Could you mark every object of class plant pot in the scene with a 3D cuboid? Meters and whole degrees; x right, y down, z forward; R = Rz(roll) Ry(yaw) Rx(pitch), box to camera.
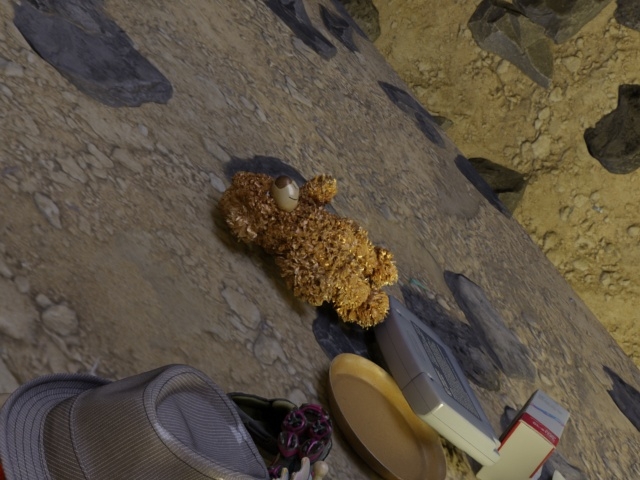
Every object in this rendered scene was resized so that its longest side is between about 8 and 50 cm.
[{"bbox_3d":[0.090,0.266,1.361,0.236,0.032,0.236,39,22,-19],"label":"plant pot"}]

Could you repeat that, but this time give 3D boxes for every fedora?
[{"bbox_3d":[-0.140,0.196,0.848,0.275,0.124,0.244,37,20,-54],"label":"fedora"}]

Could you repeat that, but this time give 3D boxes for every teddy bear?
[{"bbox_3d":[0.000,0.000,1.512,0.338,0.113,0.245,49,48,-10],"label":"teddy bear"}]

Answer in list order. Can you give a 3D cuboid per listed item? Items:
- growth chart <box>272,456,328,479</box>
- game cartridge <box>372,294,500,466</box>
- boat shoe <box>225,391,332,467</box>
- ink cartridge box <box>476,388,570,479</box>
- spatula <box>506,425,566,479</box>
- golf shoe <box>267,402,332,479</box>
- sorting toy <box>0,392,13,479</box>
[{"bbox_3d":[-0.062,0.292,0.854,0.021,0.172,0.237,20,10,21],"label":"growth chart"},{"bbox_3d":[0.178,0.218,1.537,0.198,0.062,0.297,36,16,-28],"label":"game cartridge"},{"bbox_3d":[-0.051,0.223,1.104,0.223,0.073,0.080,22,31,-47],"label":"boat shoe"},{"bbox_3d":[0.337,0.334,1.552,0.072,0.127,0.175,37,20,14],"label":"ink cartridge box"},{"bbox_3d":[0.372,0.424,1.632,0.168,0.019,0.242,48,20,3],"label":"spatula"},{"bbox_3d":[-0.037,0.269,1.010,0.067,0.086,0.186,20,49,19],"label":"golf shoe"},{"bbox_3d":[-0.264,0.214,0.757,0.208,0.038,0.193,52,21,16],"label":"sorting toy"}]
